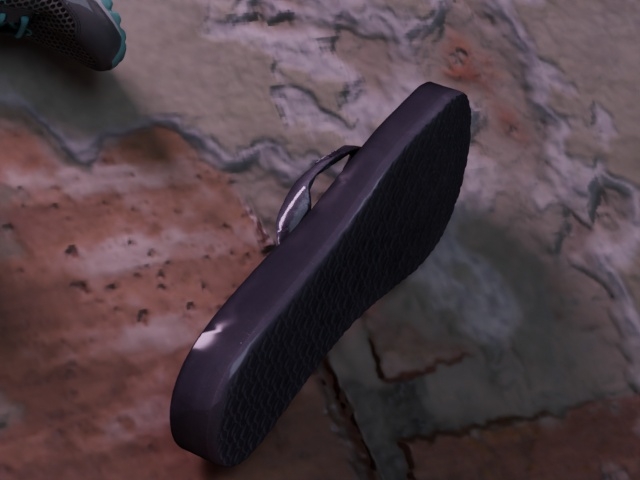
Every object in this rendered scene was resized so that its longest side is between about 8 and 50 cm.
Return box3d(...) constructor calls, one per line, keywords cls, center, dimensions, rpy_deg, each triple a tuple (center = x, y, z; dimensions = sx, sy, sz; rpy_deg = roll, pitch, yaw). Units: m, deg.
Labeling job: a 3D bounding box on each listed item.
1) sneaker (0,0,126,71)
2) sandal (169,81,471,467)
box3d(cls="sneaker", center=(-0.174, -0.122, 0.929), dimensions=(0.166, 0.065, 0.076), rpy_deg=(32, 67, -1))
box3d(cls="sandal", center=(0.000, 0.000, 0.915), dimensions=(0.054, 0.097, 0.254), rpy_deg=(24, 46, 23))
